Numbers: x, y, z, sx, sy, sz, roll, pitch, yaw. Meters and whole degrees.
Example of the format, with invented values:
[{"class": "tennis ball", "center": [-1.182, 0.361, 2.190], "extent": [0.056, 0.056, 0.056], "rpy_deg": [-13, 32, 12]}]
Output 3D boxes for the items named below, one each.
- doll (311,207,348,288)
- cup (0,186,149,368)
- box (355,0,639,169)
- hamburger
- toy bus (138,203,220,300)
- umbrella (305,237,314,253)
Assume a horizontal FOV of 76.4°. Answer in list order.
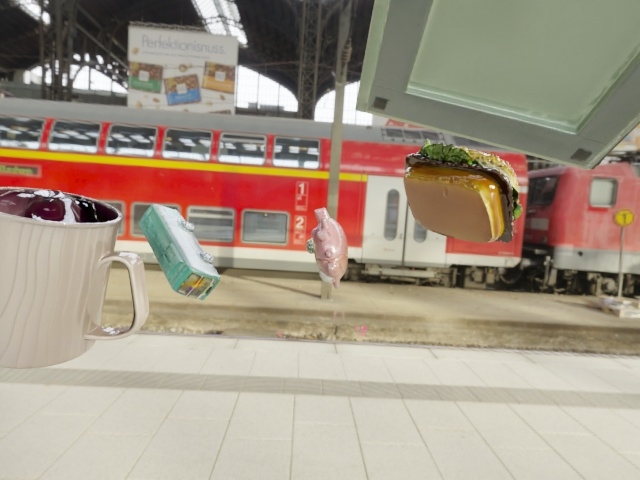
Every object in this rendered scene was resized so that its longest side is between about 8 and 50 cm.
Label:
[{"class": "doll", "center": [0.026, 0.017, 1.089], "extent": [0.093, 0.211, 0.262], "rpy_deg": [-10, 34, 4]}, {"class": "cup", "center": [-0.458, 0.059, 0.725], "extent": [0.288, 0.274, 0.208], "rpy_deg": [8, 14, -28]}, {"class": "box", "center": [0.160, -0.185, 0.300], "extent": [0.224, 0.118, 0.225], "rpy_deg": [16, -30, 5]}, {"class": "hamburger", "center": [0.193, -0.071, 0.550], "extent": [0.087, 0.137, 0.165], "rpy_deg": [-40, 39, -22]}, {"class": "toy bus", "center": [-0.334, 0.023, 0.955], "extent": [0.262, 0.091, 0.109], "rpy_deg": [47, 14, 33]}, {"class": "umbrella", "center": [0.000, 0.000, 1.421], "extent": [0.062, 0.067, 0.143], "rpy_deg": [-11, 20, 41]}]
